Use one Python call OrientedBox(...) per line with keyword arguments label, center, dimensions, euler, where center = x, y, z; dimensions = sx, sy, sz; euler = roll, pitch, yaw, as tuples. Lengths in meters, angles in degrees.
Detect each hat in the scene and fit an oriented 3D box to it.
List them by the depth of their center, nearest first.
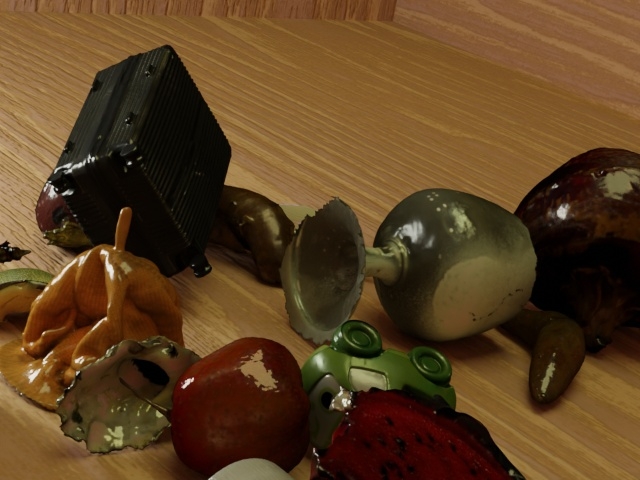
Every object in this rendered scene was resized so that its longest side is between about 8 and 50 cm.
OrientedBox(label="hat", center=(-0.262, 0.064, 1.765), dimensions=(0.244, 0.233, 0.233), euler=(25, 23, 33))

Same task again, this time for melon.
OrientedBox(label="melon", center=(-0.392, 0.068, 1.915), dimensions=(0.160, 0.079, 0.128), euler=(4, 22, -19))

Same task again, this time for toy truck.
OrientedBox(label="toy truck", center=(0.072, 0.215, 1.678), dimensions=(0.187, 0.148, 0.210), euler=(9, 38, -24))

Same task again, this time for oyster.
OrientedBox(label="oyster", center=(-0.218, 0.165, 1.655), dimensions=(0.209, 0.133, 0.072), euler=(-36, 28, -29))

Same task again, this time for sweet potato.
OrientedBox(label="sweet potato", center=(0.326, 0.145, 2.093), dimensions=(0.108, 0.079, 0.346), euler=(-4, 17, -4))

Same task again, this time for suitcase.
OrientedBox(label="suitcase", center=(-0.247, -0.109, 2.104), dimensions=(0.152, 0.229, 0.335), euler=(-17, 32, 19))

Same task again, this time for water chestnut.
OrientedBox(label="water chestnut", center=(0.451, 0.035, 2.232), dimensions=(0.350, 0.350, 0.302), euler=(10, 61, -1))

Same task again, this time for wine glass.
OrientedBox(label="wine glass", center=(0.136, 0.039, 2.074), dimensions=(0.323, 0.238, 0.238), euler=(3, 20, -30))

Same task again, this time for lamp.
OrientedBox(label="lamp", center=(-0.357, -0.056, 2.195), dimensions=(0.135, 0.157, 0.156), euler=(28, 3, -8))

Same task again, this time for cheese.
OrientedBox(label="cheese", center=(0.000, 0.000, 2.345), dimensions=(0.227, 0.064, 0.137), euler=(19, 24, 26))

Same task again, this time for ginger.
OrientedBox(label="ginger", center=(-0.152, -0.033, 2.284), dimensions=(0.309, 0.107, 0.133), euler=(19, 27, 24))

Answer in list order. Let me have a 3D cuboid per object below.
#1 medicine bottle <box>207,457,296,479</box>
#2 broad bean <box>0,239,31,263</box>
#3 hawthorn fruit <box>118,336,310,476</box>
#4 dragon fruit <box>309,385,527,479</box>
OrientedBox(label="medicine bottle", center=(-0.014, 0.313, 1.331), dimensions=(0.144, 0.144, 0.252), euler=(-3, 26, -35))
OrientedBox(label="broad bean", center=(-0.578, -0.001, 2.034), dimensions=(0.339, 0.061, 0.077), euler=(13, 12, 2))
OrientedBox(label="hawthorn fruit", center=(-0.115, 0.195, 1.614), dimensions=(0.203, 0.162, 0.162), euler=(-9, 24, -14))
OrientedBox(label="dragon fruit", center=(0.135, 0.284, 1.474), dimensions=(0.343, 0.100, 0.282), euler=(39, 29, -2))
